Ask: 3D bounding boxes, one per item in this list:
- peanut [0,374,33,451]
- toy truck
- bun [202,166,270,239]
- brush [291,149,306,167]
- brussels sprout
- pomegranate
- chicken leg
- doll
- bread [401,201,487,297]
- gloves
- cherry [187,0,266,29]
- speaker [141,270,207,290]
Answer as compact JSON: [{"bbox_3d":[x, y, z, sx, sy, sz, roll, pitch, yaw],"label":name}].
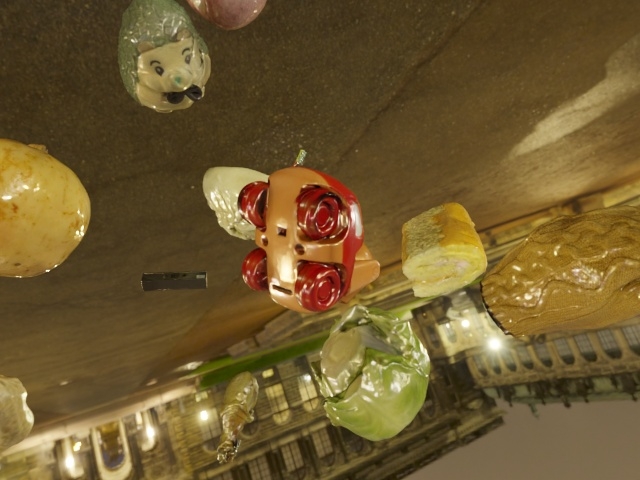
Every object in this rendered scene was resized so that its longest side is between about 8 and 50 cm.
[{"bbox_3d":[-0.578,0.306,0.802,0.100,0.099,0.213,-13,131,-26],"label":"peanut"},{"bbox_3d":[0.000,0.000,0.786,0.189,0.264,0.239,13,-160,40],"label":"toy truck"},{"bbox_3d":[-0.173,-0.078,1.040,0.230,0.145,0.229,16,174,2],"label":"bun"},{"bbox_3d":[-0.073,-0.258,1.470,0.083,0.021,0.019,-58,158,18],"label":"brush"},{"bbox_3d":[0.194,0.465,1.549,0.361,0.424,0.343,38,149,-25],"label":"brussels sprout"},{"bbox_3d":[-0.709,-0.088,1.013,0.343,0.342,0.342,-18,167,-4],"label":"pomegranate"},{"bbox_3d":[-0.215,0.455,1.152,0.088,0.227,0.103,9,154,-3],"label":"chicken leg"},{"bbox_3d":[-0.386,-0.454,1.128,0.248,0.247,0.349,-16,173,-15],"label":"doll"},{"bbox_3d":[0.378,0.016,1.395,0.237,0.165,0.375,-23,-164,17],"label":"bread"},{"bbox_3d":[0.450,0.051,0.767,0.357,0.202,0.156,-34,150,28],"label":"gloves"},{"bbox_3d":[-0.249,-0.701,1.206,0.240,0.239,0.206,-19,158,0],"label":"cherry"},{"bbox_3d":[-0.453,0.125,1.392,0.191,0.040,0.046,-1,128,-10],"label":"speaker"}]
